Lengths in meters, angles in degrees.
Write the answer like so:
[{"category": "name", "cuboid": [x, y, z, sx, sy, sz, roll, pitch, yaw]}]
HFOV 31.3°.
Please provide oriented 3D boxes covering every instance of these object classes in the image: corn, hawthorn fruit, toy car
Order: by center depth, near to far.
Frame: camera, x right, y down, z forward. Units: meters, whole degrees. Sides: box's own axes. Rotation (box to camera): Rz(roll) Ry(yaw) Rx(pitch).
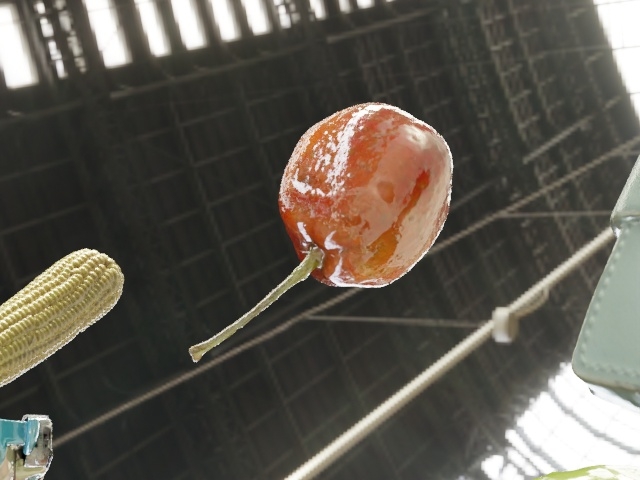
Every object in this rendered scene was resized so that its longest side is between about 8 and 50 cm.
[{"category": "toy car", "cuboid": [-0.263, 0.186, 0.869, 0.126, 0.161, 0.098, 4, -109, -26]}, {"category": "hawthorn fruit", "cuboid": [0.000, 0.000, 0.983, 0.285, 0.165, 0.165, -46, -52, -32]}, {"category": "corn", "cuboid": [-0.299, 0.082, 1.218, 0.231, 0.080, 0.080, -40, -58, -49]}]

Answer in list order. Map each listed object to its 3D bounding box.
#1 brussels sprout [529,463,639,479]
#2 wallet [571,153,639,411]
[{"category": "brussels sprout", "cuboid": [0.220, 0.308, 0.839, 0.247, 0.328, 0.328, -106, 0, -67]}, {"category": "wallet", "cuboid": [0.325, -0.028, 0.805, 0.083, 0.252, 0.360, 36, -108, -35]}]
